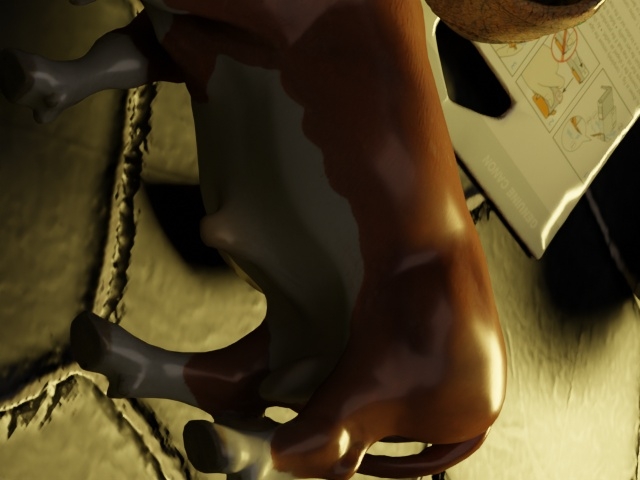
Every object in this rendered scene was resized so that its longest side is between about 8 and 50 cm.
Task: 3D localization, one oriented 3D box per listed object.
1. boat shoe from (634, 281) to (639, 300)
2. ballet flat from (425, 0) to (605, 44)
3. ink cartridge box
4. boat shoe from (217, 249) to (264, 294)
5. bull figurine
[{"bbox_3d":[0.325,-0.066,1.088,0.367,0.156,0.136,-47,171,-23],"label":"boat shoe"},{"bbox_3d":[0.042,-0.218,0.700,0.107,0.106,0.316,-45,118,-11],"label":"ballet flat"},{"bbox_3d":[0.114,-0.161,0.883,0.239,0.060,0.275,-52,132,-11],"label":"ink cartridge box"},{"bbox_3d":[-0.001,0.002,0.723,0.133,0.042,0.049,12,108,-41],"label":"boat shoe"},{"bbox_3d":[-0.019,-0.050,0.622,0.188,0.101,0.310,-16,84,-37],"label":"bull figurine"}]
